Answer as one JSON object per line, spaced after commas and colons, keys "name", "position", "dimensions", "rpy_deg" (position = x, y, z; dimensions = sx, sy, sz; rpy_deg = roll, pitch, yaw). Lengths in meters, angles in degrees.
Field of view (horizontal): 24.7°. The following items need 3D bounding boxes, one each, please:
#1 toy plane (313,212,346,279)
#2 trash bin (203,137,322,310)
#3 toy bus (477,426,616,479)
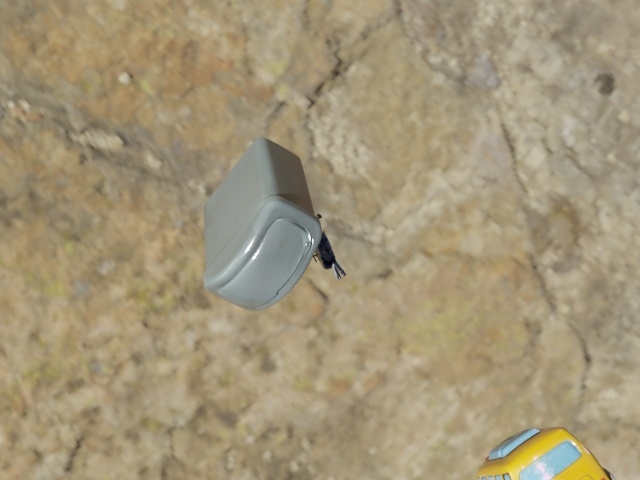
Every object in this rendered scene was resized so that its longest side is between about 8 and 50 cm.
{"name": "toy plane", "position": [0.000, 0.000, 2.108], "dimensions": [0.031, 0.049, 0.121], "rpy_deg": [-28, 109, -11]}
{"name": "trash bin", "position": [-0.088, -0.017, 2.052], "dimensions": [0.101, 0.236, 0.177], "rpy_deg": [26, 117, -24]}
{"name": "toy bus", "position": [0.268, 0.300, 1.787], "dimensions": [0.126, 0.136, 0.209], "rpy_deg": [-33, 175, -13]}
